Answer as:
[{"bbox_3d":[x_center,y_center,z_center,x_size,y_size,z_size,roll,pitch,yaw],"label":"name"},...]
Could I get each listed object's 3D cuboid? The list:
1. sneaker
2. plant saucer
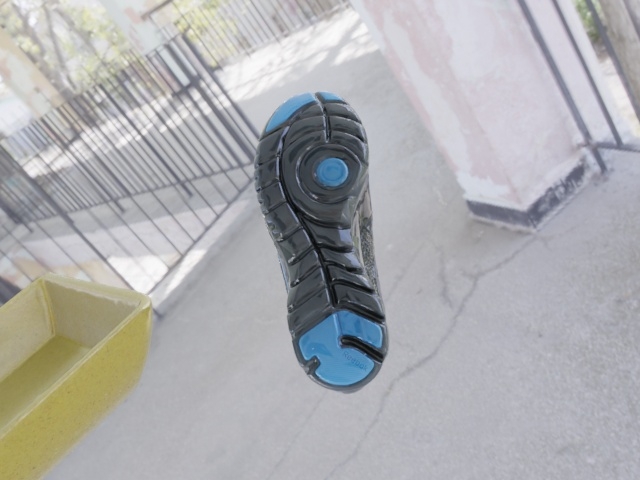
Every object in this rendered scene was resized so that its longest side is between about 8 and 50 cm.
[{"bbox_3d":[0.000,0.000,0.747,0.125,0.139,0.340,-5,71,2],"label":"sneaker"},{"bbox_3d":[-0.331,0.176,0.664,0.333,0.081,0.333,-45,26,-27],"label":"plant saucer"}]
